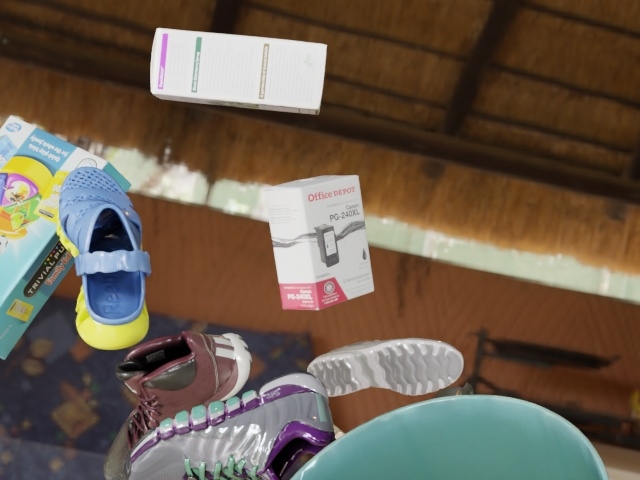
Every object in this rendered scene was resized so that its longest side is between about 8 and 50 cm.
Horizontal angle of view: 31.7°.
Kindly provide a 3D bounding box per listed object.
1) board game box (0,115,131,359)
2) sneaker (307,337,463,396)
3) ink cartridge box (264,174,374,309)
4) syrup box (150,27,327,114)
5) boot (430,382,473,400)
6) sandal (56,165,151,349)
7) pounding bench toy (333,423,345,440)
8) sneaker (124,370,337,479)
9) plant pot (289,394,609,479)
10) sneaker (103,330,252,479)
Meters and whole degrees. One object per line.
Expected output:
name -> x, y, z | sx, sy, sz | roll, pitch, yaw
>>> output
board game box -> -0.496, -0.014, 1.791 | 0.254, 0.336, 0.079 | 24, -16, 35
sneaker -> 0.120, 0.211, 2.031 | 0.281, 0.105, 0.115 | -4, 17, 17
ink cartridge box -> 0.000, 0.000, 1.376 | 0.063, 0.150, 0.109 | -1, 10, 44
syrup box -> -0.113, -0.236, 1.582 | 0.237, 0.096, 0.093 | 6, 1, 0
boot -> 0.120, 0.272, 1.511 | 0.198, 0.137, 0.077 | -21, -61, 36
sandal -> -0.300, -0.003, 1.595 | 0.126, 0.317, 0.138 | -6, -44, -22
pounding bench toy -> 0.012, 0.297, 1.649 | 0.083, 0.052, 0.065 | 42, -6, -17
sneaker -> -0.090, 0.213, 1.121 | 0.224, 0.098, 0.083 | -26, -41, 4
plant pot -> 0.117, 0.310, 0.905 | 0.293, 0.293, 0.235 | 5, -51, 43
sneaker -> -0.233, 0.212, 1.488 | 0.162, 0.281, 0.106 | 26, 19, -49
